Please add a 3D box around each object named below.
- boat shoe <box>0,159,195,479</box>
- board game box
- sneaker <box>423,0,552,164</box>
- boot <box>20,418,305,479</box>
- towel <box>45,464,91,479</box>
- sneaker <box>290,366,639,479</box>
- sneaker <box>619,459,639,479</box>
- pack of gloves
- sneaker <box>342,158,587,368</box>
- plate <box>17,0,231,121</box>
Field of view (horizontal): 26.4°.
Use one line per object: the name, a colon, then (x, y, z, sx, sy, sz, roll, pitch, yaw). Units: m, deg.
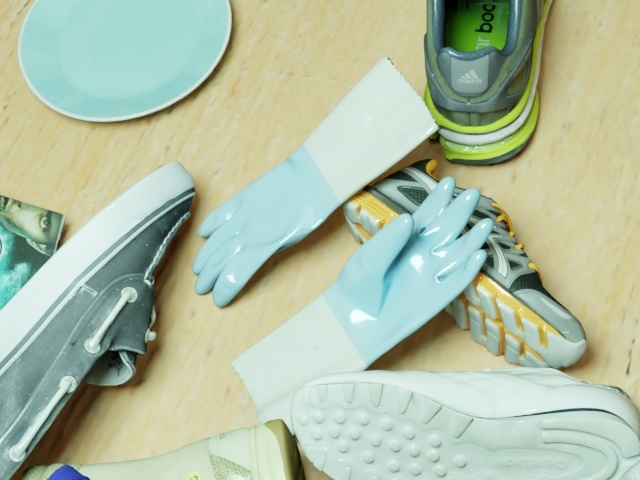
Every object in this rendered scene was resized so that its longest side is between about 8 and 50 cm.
boat shoe: (-0.169, 0.059, 0.988, 0.102, 0.108, 0.301, 44, 49, -6)
board game box: (-0.273, 0.046, 1.027, 0.126, 0.026, 0.186, 18, 60, -17)
sneaker: (0.138, -0.213, 1.090, 0.111, 0.121, 0.300, 0, 60, 9)
boot: (-0.103, 0.252, 0.876, 0.203, 0.095, 0.262, -10, 62, 6)
towel: (-0.107, 0.309, 0.777, 0.308, 0.076, 0.227, 39, 112, 18)
sneaker: (0.098, 0.124, 0.924, 0.235, 0.090, 0.095, 7, 25, 7)
sneaker: (0.296, 0.221, 0.828, 0.153, 0.094, 0.235, -20, 66, -12)
pack of gloves: (0.000, 0.000, 0.978, 0.232, 0.046, 0.195, -42, 56, 15)
sneaker: (0.113, 0.011, 0.989, 0.083, 0.084, 0.215, -40, 61, -19)
plate: (-0.166, -0.175, 1.174, 0.188, 0.024, 0.188, -5, 60, 8)
